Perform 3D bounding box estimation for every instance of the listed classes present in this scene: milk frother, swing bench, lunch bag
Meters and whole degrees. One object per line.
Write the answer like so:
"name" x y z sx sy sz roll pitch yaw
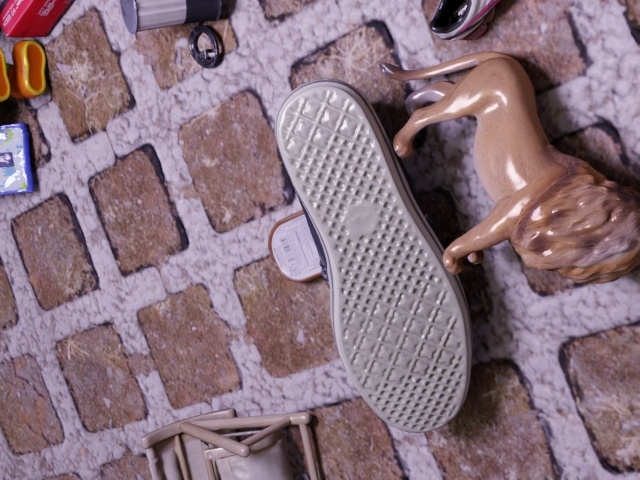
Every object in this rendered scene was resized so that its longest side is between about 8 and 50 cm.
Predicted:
"milk frother" -0.222 -0.325 1.585 0.129 0.135 0.143 168 87 -69
"swing bench" -0.131 0.414 1.700 0.255 0.165 0.253 -5 100 42
"lunch bag" -0.595 -0.145 1.939 0.151 0.096 0.128 -3 98 21

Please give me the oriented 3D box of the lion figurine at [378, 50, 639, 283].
"lion figurine" 0.235 -0.108 1.309 0.240 0.142 0.392 -31 78 30

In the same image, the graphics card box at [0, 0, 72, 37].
"graphics card box" -0.526 -0.555 1.776 0.233 0.094 0.371 -39 77 37

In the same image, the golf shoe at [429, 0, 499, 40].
"golf shoe" 0.203 -0.323 1.307 0.067 0.086 0.186 44 122 21

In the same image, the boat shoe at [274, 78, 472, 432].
"boat shoe" 0.080 0.019 1.430 0.187 0.156 0.500 -19 100 11

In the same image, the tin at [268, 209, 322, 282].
"tin" 0.000 0.000 1.572 0.190 0.040 0.106 -23 92 38

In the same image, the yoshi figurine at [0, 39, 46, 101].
"yoshi figurine" -0.672 -0.302 1.876 0.362 0.203 0.203 -7 139 29
